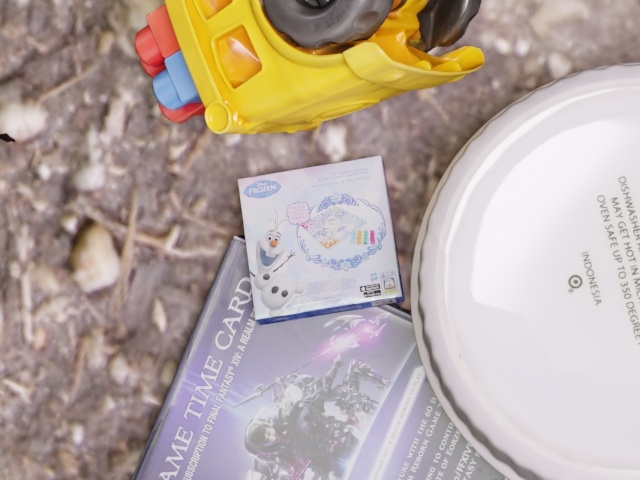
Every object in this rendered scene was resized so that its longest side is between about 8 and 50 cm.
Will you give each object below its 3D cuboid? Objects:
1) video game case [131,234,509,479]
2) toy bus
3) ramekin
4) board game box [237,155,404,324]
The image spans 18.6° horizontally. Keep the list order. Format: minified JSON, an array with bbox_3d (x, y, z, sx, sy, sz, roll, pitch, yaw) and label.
[{"bbox_3d":[0.032,0.140,1.189,0.274,0.026,0.196,24,97,14],"label":"video game case"},{"bbox_3d":[-0.036,-0.165,1.153,0.211,0.149,0.220,-24,83,30],"label":"toy bus"},{"bbox_3d":[0.176,0.025,1.080,0.273,0.127,0.273,-1,84,13],"label":"ramekin"},{"bbox_3d":[0.000,0.000,1.179,0.090,0.020,0.090,-9,75,5],"label":"board game box"}]
